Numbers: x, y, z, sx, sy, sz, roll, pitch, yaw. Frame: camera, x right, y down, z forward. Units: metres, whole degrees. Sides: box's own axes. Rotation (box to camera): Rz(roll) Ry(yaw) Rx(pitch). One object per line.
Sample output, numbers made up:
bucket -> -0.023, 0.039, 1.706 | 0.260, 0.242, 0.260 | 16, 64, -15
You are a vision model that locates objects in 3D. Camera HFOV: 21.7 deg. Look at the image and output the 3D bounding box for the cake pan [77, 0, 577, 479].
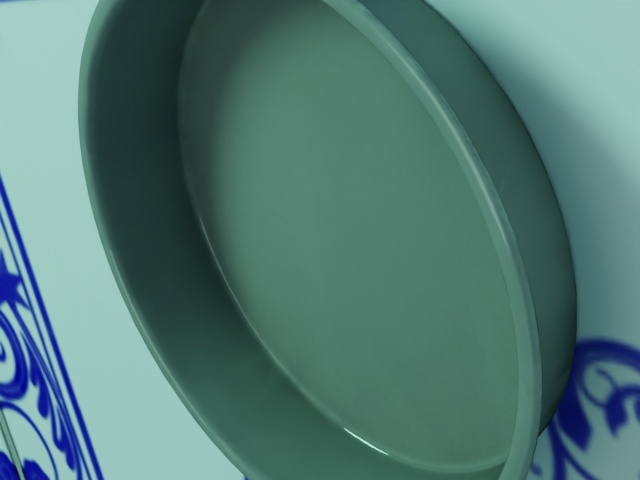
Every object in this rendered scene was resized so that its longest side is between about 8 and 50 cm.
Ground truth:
cake pan -> 0.000, 0.000, 0.741 | 0.293, 0.054, 0.293 | 31, 135, 37
